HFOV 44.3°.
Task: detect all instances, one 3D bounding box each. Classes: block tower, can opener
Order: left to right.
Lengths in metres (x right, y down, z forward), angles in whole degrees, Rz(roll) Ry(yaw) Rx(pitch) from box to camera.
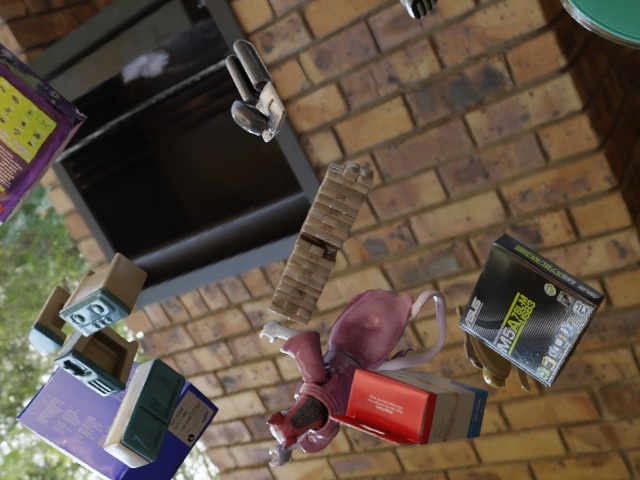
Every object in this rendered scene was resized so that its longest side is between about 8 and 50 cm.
[{"bbox_3d":[-0.139,-0.294,1.500,0.076,0.095,0.283,-56,-139,29],"label":"can opener"},{"bbox_3d":[0.000,0.000,1.590,0.097,0.091,0.335,-74,-172,-73],"label":"block tower"}]

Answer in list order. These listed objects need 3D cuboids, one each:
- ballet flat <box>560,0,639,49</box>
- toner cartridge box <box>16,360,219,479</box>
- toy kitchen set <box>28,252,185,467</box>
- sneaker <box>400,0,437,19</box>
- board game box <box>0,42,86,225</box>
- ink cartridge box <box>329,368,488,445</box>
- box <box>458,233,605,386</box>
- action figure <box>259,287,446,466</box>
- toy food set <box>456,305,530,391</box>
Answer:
[{"bbox_3d":[0.417,-0.260,0.926,0.281,0.095,0.096,17,-173,11],"label":"ballet flat"},{"bbox_3d":[-0.318,0.265,1.197,0.348,0.075,0.165,7,-127,48],"label":"toner cartridge box"},{"bbox_3d":[-0.217,0.141,0.891,0.166,0.207,0.122,-25,-146,35],"label":"toy kitchen set"},{"bbox_3d":[0.125,-0.497,1.386,0.086,0.132,0.228,-40,149,-5],"label":"sneaker"},{"bbox_3d":[-0.504,-0.204,1.043,0.208,0.347,0.056,-44,-170,22],"label":"board game box"},{"bbox_3d":[0.136,0.248,1.186,0.134,0.077,0.231,12,180,39],"label":"ink cartridge box"},{"bbox_3d":[0.331,0.113,1.261,0.045,0.184,0.190,-32,148,-43],"label":"box"},{"bbox_3d":[0.040,0.247,1.327,0.276,0.248,0.370,-1,-159,28],"label":"action figure"},{"bbox_3d":[0.300,0.203,1.429,0.039,0.192,0.132,-35,-139,30],"label":"toy food set"}]
